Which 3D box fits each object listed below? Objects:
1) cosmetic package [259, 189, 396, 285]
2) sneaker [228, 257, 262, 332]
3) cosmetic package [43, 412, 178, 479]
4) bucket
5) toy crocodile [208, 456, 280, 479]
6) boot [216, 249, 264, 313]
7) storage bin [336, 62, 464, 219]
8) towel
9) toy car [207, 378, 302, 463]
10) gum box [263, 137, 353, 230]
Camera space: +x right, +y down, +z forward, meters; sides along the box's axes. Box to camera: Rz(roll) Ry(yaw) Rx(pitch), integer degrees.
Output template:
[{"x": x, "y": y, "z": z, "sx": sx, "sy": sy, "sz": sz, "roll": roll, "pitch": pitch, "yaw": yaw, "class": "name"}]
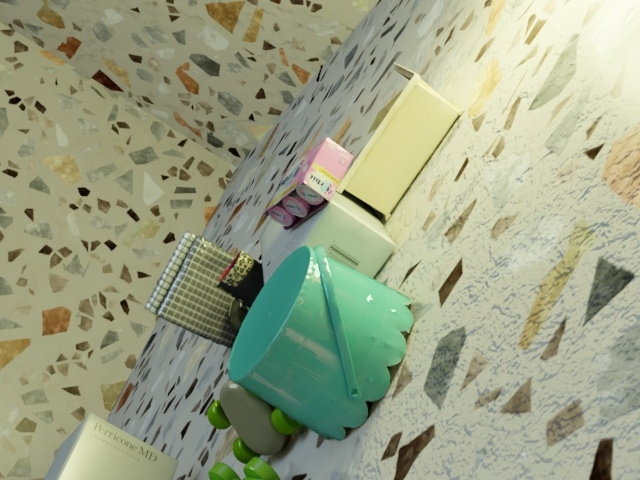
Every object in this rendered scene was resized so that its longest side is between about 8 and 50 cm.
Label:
[{"x": 0.000, "y": 0.000, "z": 1.714, "sx": 0.217, "sy": 0.156, "sz": 0.385, "roll": -54, "pitch": 15, "yaw": 8, "class": "cosmetic package"}, {"x": -0.157, "y": 0.129, "z": 2.168, "sx": 0.234, "sy": 0.078, "sz": 0.106, "roll": -57, "pitch": 11, "yaw": -3, "class": "sneaker"}, {"x": -0.474, "y": 0.600, "z": 1.716, "sx": 0.161, "sy": 0.230, "sz": 0.453, "roll": -46, "pitch": 18, "yaw": 36, "class": "cosmetic package"}, {"x": -0.006, "y": 0.152, "z": 1.350, "sx": 0.281, "sy": 0.183, "sz": 0.281, "roll": -52, "pitch": 16, "yaw": 22, "class": "bucket"}, {"x": -0.140, "y": 0.432, "z": 1.409, "sx": 0.115, "sy": 0.105, "sz": 0.340, "roll": -43, "pitch": 8, "yaw": -33, "class": "toy crocodile"}, {"x": -0.159, "y": 0.145, "z": 1.921, "sx": 0.236, "sy": 0.178, "sz": 0.085, "roll": -52, "pitch": 15, "yaw": 21, "class": "boot"}, {"x": 0.139, "y": -0.207, "z": 1.748, "sx": 0.262, "sy": 0.123, "sz": 0.260, "roll": -56, "pitch": 14, "yaw": 11, "class": "storage bin"}, {"x": -0.280, "y": 0.133, "z": 2.228, "sx": 0.121, "sy": 0.283, "sz": 0.235, "roll": 18, "pitch": 80, "yaw": 43, "class": "towel"}, {"x": -0.077, "y": 0.280, "z": 1.540, "sx": 0.155, "sy": 0.149, "sz": 0.188, "roll": -43, "pitch": -9, "yaw": 37, "class": "toy car"}, {"x": -0.027, "y": -0.098, "z": 1.581, "sx": 0.188, "sy": 0.062, "sz": 0.107, "roll": -32, "pitch": 27, "yaw": 58, "class": "gum box"}]
